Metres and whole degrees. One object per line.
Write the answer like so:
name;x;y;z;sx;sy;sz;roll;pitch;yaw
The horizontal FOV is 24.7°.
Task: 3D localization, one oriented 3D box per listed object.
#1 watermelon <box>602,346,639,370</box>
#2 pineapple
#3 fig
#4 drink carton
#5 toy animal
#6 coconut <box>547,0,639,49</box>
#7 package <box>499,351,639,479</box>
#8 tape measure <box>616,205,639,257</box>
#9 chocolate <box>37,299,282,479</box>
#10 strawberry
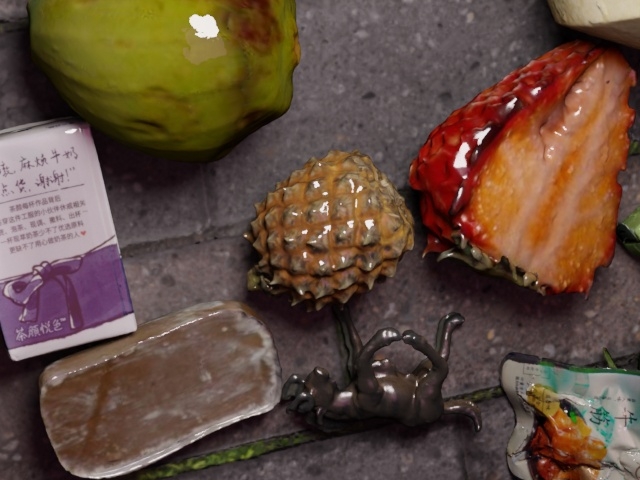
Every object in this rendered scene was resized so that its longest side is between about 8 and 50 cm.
watermelon;0.444;0.151;1.657;0.215;0.188;0.188;-4;101;-8
pineapple;0.000;0.000;1.530;0.193;0.166;0.166;-33;108;13
fig;-0.155;-0.194;1.418;0.271;0.239;0.239;8;99;9
drink carton;-0.278;-0.006;1.476;0.134;0.102;0.222;-14;103;-11
toy animal;0.075;0.153;1.623;0.233;0.084;0.148;7;110;-18
coconut;0.352;-0.334;1.485;0.323;0.323;0.323;-3;101;-15
package;0.306;0.214;1.637;0.040;0.232;0.166;-25;120;-56
tape measure;0.446;-0.020;1.678;0.177;0.087;0.154;-42;96;-9
chocolate;-0.173;0.143;1.540;0.254;0.080;0.157;-21;125;-13
strawberry;0.200;-0.086;1.574;0.253;0.150;0.280;4;97;-37
